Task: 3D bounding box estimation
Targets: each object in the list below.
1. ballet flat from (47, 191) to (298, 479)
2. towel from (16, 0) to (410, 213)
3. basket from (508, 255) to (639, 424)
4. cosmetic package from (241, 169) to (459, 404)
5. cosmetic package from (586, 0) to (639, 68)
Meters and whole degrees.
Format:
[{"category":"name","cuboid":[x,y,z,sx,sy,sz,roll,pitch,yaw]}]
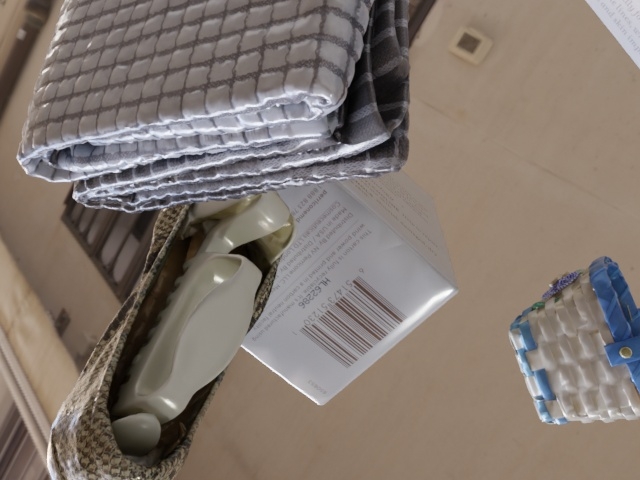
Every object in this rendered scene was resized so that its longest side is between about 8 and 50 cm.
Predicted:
[{"category":"ballet flat","cuboid":[-0.114,0.046,0.660,0.164,0.182,0.483,36,-134,-20]},{"category":"towel","cuboid":[-0.064,-0.147,0.436,0.283,0.235,0.121,-4,155,31]},{"category":"basket","cuboid":[0.397,0.112,0.769,0.254,0.288,0.201,1,-108,-65]},{"category":"cosmetic package","cuboid":[0.000,0.000,1.120,0.327,0.329,0.394,40,-160,-14]},{"category":"cosmetic package","cuboid":[0.287,-0.182,0.358,0.151,0.183,0.151,90,156,-67]}]
